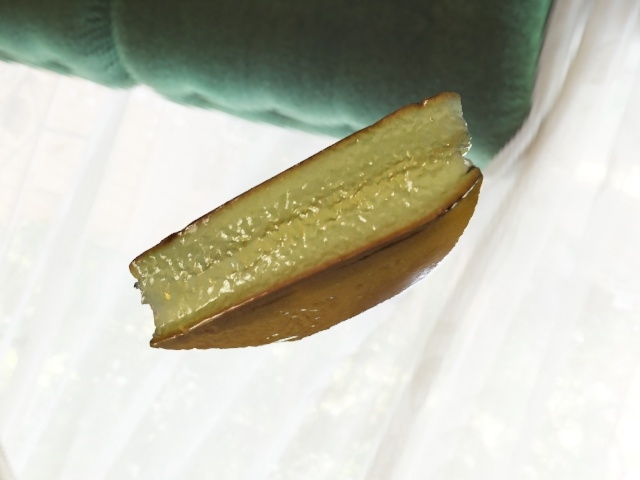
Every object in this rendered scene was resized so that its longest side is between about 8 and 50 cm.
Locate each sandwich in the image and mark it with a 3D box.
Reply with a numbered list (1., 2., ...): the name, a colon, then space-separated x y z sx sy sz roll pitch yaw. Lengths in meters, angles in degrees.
1. sandwich: 0.000 0.000 0.812 0.258 0.094 0.096 -26 152 13
